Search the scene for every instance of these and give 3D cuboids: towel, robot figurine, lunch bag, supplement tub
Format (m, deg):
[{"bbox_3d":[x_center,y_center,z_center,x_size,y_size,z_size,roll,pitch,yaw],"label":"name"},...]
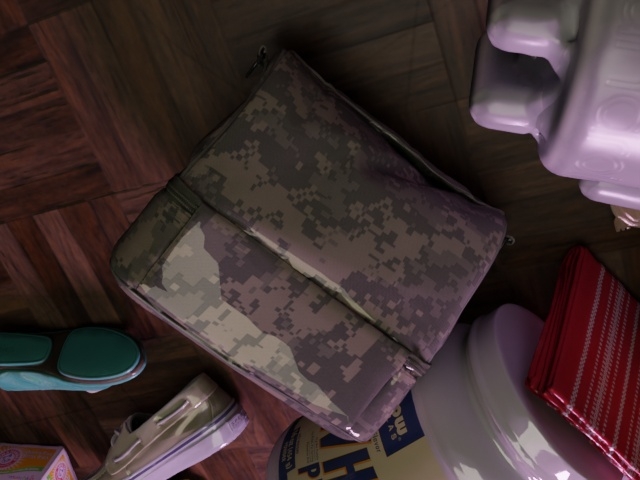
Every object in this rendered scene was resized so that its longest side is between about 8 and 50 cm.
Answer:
[{"bbox_3d":[0.317,0.155,0.730,0.275,0.199,0.031,44,138,-13],"label":"towel"},{"bbox_3d":[0.298,-0.132,0.560,0.353,0.200,0.300,9,141,8],"label":"robot figurine"},{"bbox_3d":[0.000,0.000,0.700,0.305,0.212,0.256,37,94,-8],"label":"lunch bag"},{"bbox_3d":[0.125,0.235,0.793,0.235,0.235,0.325,43,119,-13],"label":"supplement tub"}]

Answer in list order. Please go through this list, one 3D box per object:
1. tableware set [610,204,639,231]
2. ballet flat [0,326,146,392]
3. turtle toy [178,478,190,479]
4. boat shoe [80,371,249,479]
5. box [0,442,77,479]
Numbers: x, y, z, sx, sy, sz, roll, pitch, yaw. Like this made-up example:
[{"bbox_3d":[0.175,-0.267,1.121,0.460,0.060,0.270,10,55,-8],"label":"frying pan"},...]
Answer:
[{"bbox_3d":[0.370,-0.038,0.704,0.168,0.020,0.141,-31,112,25],"label":"tableware set"},{"bbox_3d":[-0.326,0.159,0.955,0.247,0.083,0.087,0,144,13],"label":"ballet flat"},{"bbox_3d":[-0.215,0.375,1.030,0.095,0.066,0.130,-16,148,21],"label":"turtle toy"},{"bbox_3d":[-0.228,0.273,0.989,0.302,0.109,0.094,-34,91,19],"label":"boat shoe"},{"bbox_3d":[-0.443,0.394,1.035,0.114,0.203,0.103,0,119,15],"label":"box"}]
